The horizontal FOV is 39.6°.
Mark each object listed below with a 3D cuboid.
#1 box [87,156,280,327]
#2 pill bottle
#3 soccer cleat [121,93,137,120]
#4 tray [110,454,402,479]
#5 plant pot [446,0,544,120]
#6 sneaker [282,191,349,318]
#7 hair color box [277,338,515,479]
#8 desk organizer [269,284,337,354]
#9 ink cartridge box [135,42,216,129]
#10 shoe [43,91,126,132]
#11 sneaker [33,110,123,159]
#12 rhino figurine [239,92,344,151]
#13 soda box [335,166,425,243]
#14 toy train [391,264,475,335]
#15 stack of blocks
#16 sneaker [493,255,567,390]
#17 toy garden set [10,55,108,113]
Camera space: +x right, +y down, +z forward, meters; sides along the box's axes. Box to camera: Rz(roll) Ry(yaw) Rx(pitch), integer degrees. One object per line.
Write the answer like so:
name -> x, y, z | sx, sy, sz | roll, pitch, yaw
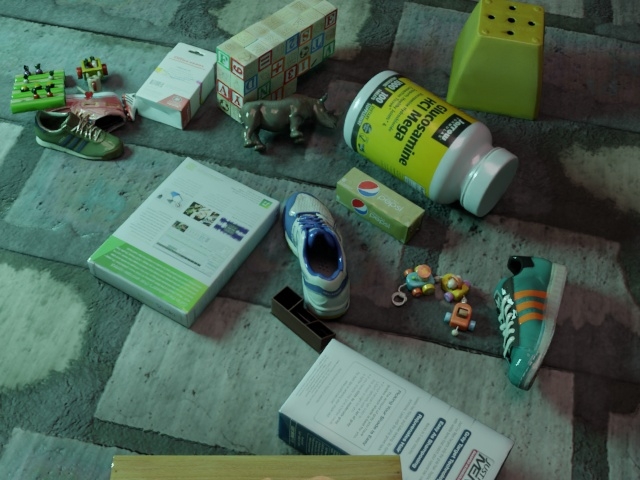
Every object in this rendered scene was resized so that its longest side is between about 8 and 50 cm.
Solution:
box -> -0.258, -0.005, 1.726 | 0.232, 0.058, 0.322 | 27, 53, 16
pill bottle -> 0.227, -0.194, 1.823 | 0.334, 0.188, 0.188 | 35, 57, 22
soccer cleat -> -0.416, -0.296, 1.961 | 0.035, 0.029, 0.083 | -15, 50, -11
tray -> -0.094, 0.394, 1.326 | 0.410, 0.203, 0.076 | 2, 50, -3
plant pot -> 0.415, -0.428, 2.023 | 0.212, 0.187, 0.212 | 10, 51, 4
sneaker -> 0.000, 0.000, 1.692 | 0.111, 0.131, 0.296 | -12, 52, -11
hair color box -> 0.119, 0.327, 1.457 | 0.347, 0.105, 0.174 | 28, 55, 18
desk organizer -> -0.031, 0.144, 1.626 | 0.130, 0.050, 0.047 | 38, 58, 23
ink cartridge box -> -0.312, -0.348, 1.985 | 0.115, 0.067, 0.198 | 21, 55, 12
shoe -> -0.510, -0.269, 1.909 | 0.178, 0.063, 0.081 | -12, 48, -19
sneaker -> -0.512, -0.227, 1.861 | 0.192, 0.086, 0.064 | 11, 52, 4
rhino figurine -> -0.061, -0.264, 1.914 | 0.243, 0.073, 0.106 | -11, 78, -15
soda box -> 0.120, -0.071, 1.802 | 0.181, 0.058, 0.061 | 33, 57, 21
toy train -> 0.224, 0.103, 1.679 | 0.166, 0.046, 0.125 | 21, 53, 12
stack of blocks -> -0.095, -0.408, 1.981 | 0.087, 0.171, 0.297 | 37, 57, 23
sneaker -> 0.366, 0.144, 1.625 | 0.121, 0.108, 0.302 | 18, 45, 11
toy garden set -> -0.559, -0.344, 1.910 | 0.203, 0.049, 0.244 | -10, 27, -12
